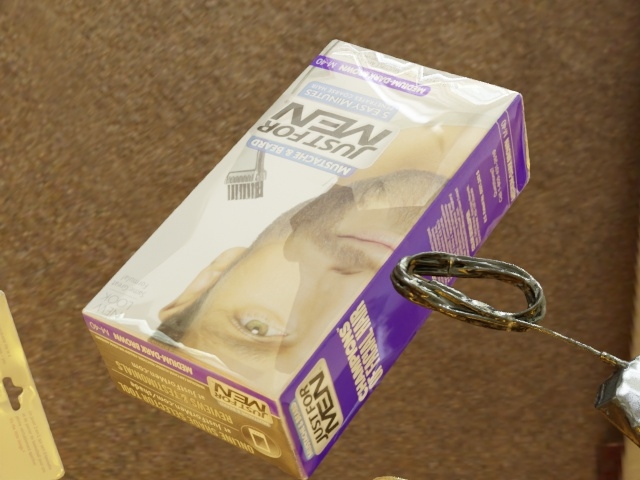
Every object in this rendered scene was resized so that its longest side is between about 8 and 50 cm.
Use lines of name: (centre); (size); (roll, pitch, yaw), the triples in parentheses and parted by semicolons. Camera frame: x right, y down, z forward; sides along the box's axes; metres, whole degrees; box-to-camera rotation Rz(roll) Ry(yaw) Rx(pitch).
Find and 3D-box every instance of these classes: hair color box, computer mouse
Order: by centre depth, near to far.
computer mouse: (0.138, 0.069, 0.709); (0.242, 0.041, 0.071); (29, 44, 30)
hair color box: (0.000, 0.000, 1.072); (0.339, 0.185, 0.110); (-52, 146, -29)

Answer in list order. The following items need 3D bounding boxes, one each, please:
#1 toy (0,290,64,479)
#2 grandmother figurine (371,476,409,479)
toy: (-0.269, 0.099, 0.724); (0.237, 0.056, 0.137); (-18, 129, -12)
grandmother figurine: (0.033, 0.367, 1.057); (0.104, 0.208, 0.342); (9, 63, 11)
